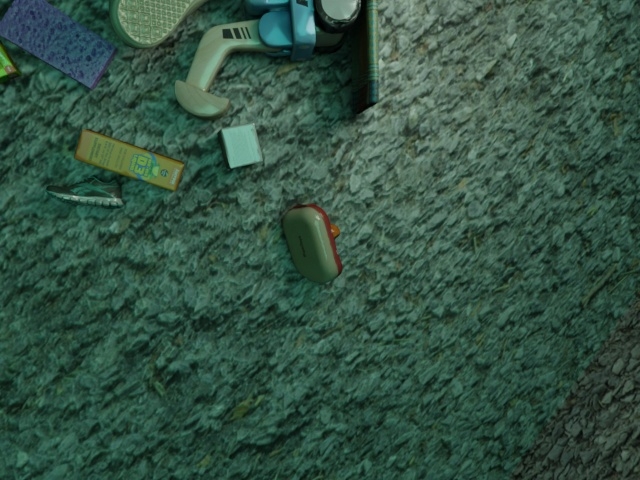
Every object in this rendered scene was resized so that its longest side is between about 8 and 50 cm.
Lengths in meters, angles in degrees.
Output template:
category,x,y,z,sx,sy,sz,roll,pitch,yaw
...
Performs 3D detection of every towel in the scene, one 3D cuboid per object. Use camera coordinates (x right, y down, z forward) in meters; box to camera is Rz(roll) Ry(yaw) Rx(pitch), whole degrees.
category,x,y,z,sx,sy,sz,roll,pitch,yaw
towel,0.105,-0.521,1.084,0.040,0.271,0.370,-2,101,-3

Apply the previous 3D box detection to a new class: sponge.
category,x,y,z,sx,sy,sz,roll,pitch,yaw
sponge,-0.592,-0.451,0.976,0.210,0.031,0.117,30,88,-20

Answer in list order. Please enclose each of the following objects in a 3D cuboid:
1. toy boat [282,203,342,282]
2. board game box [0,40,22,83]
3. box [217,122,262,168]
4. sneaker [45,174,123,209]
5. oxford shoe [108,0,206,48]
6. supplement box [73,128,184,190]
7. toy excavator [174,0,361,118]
category,x,y,z,sx,sy,sz,roll,pitch,yaw
toy boat,0.000,0.000,1.214,0.151,0.151,0.231,-29,109,-43
board game box,-0.763,-0.367,0.923,0.181,0.043,0.092,-29,107,-13
box,-0.208,-0.241,1.105,0.087,0.101,0.102,-15,103,-16
sneaker,-0.560,-0.122,1.034,0.166,0.065,0.076,7,80,-23
oxford shoe,-0.321,-0.604,0.993,0.449,0.130,0.169,-54,130,-19
supplement box,-0.454,-0.192,1.042,0.233,0.080,0.078,17,95,-23
toy excavator,-0.138,-0.526,1.050,0.445,0.222,0.433,-5,99,-5
